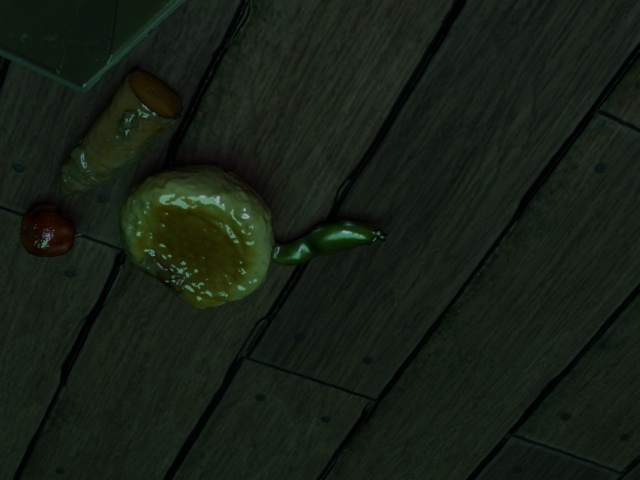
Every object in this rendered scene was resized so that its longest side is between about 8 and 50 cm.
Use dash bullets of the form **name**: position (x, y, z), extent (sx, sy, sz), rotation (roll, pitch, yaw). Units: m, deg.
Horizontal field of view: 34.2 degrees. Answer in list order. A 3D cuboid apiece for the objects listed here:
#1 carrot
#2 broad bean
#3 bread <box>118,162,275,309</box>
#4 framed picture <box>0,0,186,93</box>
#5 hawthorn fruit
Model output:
- **carrot**: position (-0.309, -0.139, 1.514), extent (0.102, 0.102, 0.263), rotation (35, 125, -25)
- **broad bean**: position (0.000, 0.000, 1.641), extent (0.213, 0.048, 0.070), rotation (-8, 128, 9)
- **bread**: position (-0.183, -0.015, 1.576), extent (0.244, 0.134, 0.244), rotation (2, 128, 2)
- **framed picture**: position (-0.286, -0.334, 1.329), extent (0.335, 0.022, 0.247), rotation (-36, 147, 23)
- **hawthorn fruit**: position (-0.415, -0.014, 1.607), extent (0.093, 0.093, 0.093), rotation (0, 128, -1)
